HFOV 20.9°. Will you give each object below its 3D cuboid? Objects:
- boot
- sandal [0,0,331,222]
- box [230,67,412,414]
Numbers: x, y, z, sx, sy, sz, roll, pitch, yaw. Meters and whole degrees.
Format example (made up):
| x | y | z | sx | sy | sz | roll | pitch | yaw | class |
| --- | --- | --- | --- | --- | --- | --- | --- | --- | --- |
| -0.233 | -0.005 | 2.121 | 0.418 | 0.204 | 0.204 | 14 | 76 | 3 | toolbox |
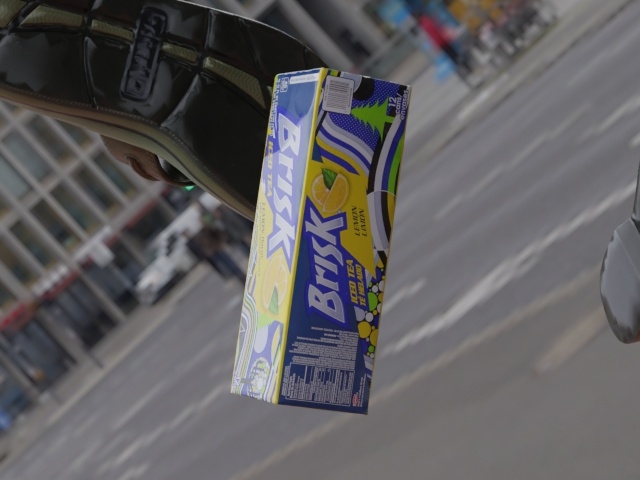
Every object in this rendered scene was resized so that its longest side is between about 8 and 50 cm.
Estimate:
| x | y | z | sx | sy | sz | roll | pitch | yaw | class |
| --- | --- | --- | --- | --- | --- | --- | --- | --- | --- |
| 0.319 | -0.024 | 1.397 | 0.115 | 0.112 | 0.305 | -9 | -29 | -13 | boot |
| -0.103 | -0.094 | 1.098 | 0.086 | 0.302 | 0.120 | -34 | 33 | 65 | sandal |
| 0.000 | 0.000 | 0.882 | 0.059 | 0.054 | 0.169 | 3 | 84 | 64 | box |
